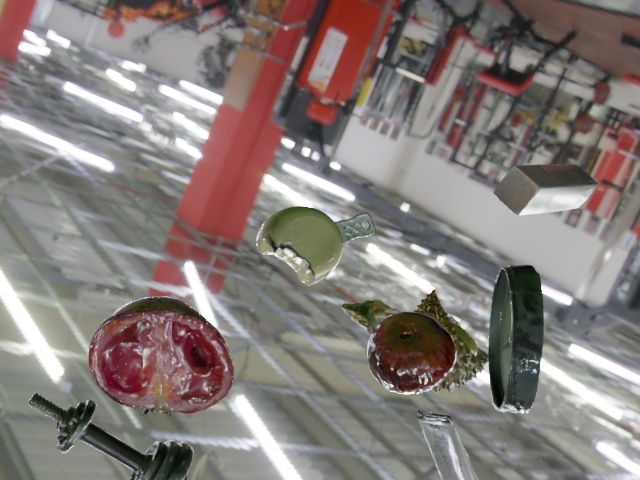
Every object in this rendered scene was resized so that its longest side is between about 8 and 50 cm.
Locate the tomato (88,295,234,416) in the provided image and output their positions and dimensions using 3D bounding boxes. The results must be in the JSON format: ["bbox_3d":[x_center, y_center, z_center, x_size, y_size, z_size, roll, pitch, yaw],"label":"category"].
[{"bbox_3d":[-0.208,0.141,1.232,0.189,0.173,0.099,7,-151,-10],"label":"tomato"}]

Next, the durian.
[{"bbox_3d":[0.287,0.253,2.098,0.306,0.172,0.166,36,-139,-42],"label":"durian"}]

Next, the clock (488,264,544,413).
[{"bbox_3d":[0.290,0.147,1.388,0.049,0.226,0.226,4,-170,1],"label":"clock"}]

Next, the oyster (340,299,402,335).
[{"bbox_3d":[0.112,0.158,1.550,0.146,0.045,0.122,13,-134,-39],"label":"oyster"}]

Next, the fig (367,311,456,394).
[{"bbox_3d":[0.122,0.171,1.343,0.128,0.150,0.128,18,-130,-22],"label":"fig"}]

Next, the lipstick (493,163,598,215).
[{"bbox_3d":[0.417,-0.096,1.687,0.066,0.068,0.317,47,-153,22],"label":"lipstick"}]

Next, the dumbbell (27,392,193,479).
[{"bbox_3d":[-0.282,0.280,1.250,0.254,0.110,0.110,35,-173,-15],"label":"dumbbell"}]

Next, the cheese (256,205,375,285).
[{"bbox_3d":[-0.006,-0.019,1.855,0.163,0.249,0.071,52,148,-6],"label":"cheese"}]

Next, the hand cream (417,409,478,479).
[{"bbox_3d":[0.317,0.540,2.137,0.076,0.336,0.121,-33,-163,-34],"label":"hand cream"}]
